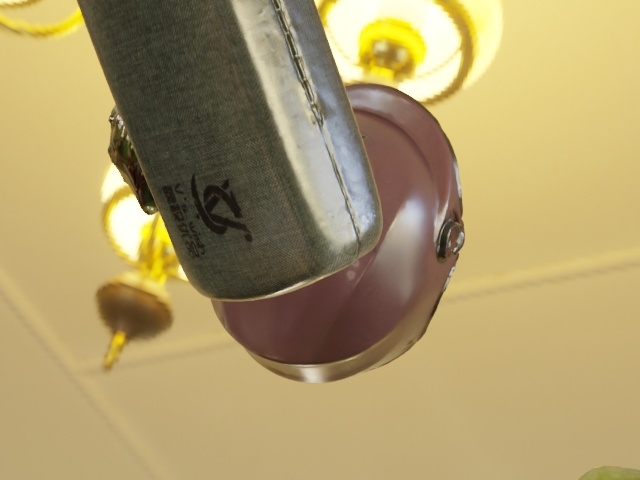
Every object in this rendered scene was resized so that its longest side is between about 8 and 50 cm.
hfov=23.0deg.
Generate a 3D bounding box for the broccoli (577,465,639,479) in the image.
[{"bbox_3d":[0.204,0.321,1.151,0.252,0.221,0.361,2,-56,48],"label":"broccoli"}]

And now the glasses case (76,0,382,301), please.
[{"bbox_3d":[-0.068,-0.125,0.879,0.131,0.074,0.323,-12,-79,49],"label":"glasses case"}]

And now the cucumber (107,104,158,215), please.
[{"bbox_3d":[-0.089,-0.172,1.190,0.096,0.359,0.096,14,-25,7],"label":"cucumber"}]

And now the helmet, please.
[{"bbox_3d":[0.000,0.000,1.710,0.271,0.197,0.338,23,-73,21],"label":"helmet"}]
